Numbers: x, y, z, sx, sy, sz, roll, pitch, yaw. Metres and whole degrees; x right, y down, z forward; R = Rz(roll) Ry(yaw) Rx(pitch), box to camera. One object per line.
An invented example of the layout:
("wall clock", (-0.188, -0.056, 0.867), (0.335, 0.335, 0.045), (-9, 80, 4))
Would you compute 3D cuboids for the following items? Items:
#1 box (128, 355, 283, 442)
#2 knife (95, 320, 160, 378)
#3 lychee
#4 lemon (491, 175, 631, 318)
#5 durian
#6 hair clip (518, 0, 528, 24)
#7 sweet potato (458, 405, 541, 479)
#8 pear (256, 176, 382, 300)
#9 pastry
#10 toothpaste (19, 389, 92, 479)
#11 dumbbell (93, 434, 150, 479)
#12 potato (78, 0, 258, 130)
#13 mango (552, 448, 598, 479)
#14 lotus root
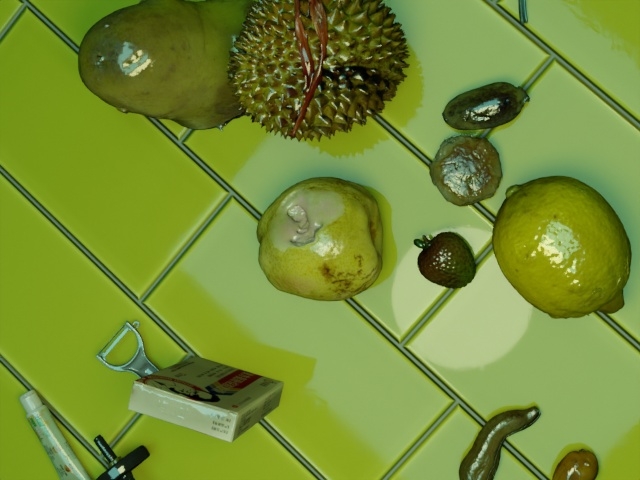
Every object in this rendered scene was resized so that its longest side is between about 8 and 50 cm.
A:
("box", (-0.221, 0.314, 1.845), (0.214, 0.353, 0.069), (15, 95, 12))
("knife", (-0.361, 0.306, 2.028), (0.278, 0.053, 0.123), (42, 94, 8))
("lychee", (0.254, 0.040, 1.867), (0.146, 0.114, 0.114), (41, 99, -9))
("lemon", (0.469, 0.018, 1.757), (0.245, 0.245, 0.320), (-39, 90, 10))
("durian", (-0.005, -0.353, 1.771), (0.384, 0.347, 0.348), (-32, 82, -33))
("hair clip", (0.434, -0.559, 1.862), (0.070, 0.039, 0.230), (16, 99, 12))
("sweet potato", (0.359, 0.423, 1.878), (0.081, 0.062, 0.233), (35, 94, -6))
("pear", (0.000, 0.000, 1.850), (0.271, 0.271, 0.271), (0, 91, 12))
("pastry", (0.301, -0.144, 1.868), (0.153, 0.081, 0.153), (-1, 86, 13))
("toothpaste", (-0.597, 0.487, 2.083), (0.056, 0.058, 0.314), (-29, 88, -33))
("dumbbell", (-0.396, 0.562, 1.993), (0.143, 0.143, 0.325), (-39, 83, 10))
("potato", (-0.296, -0.372, 1.880), (0.397, 0.296, 0.290), (0, 96, 14))
("mango", (0.513, 0.482, 1.843), (0.077, 0.063, 0.127), (32, 98, 1))
("lotus root", (0.338, -0.272, 1.858), (0.179, 0.080, 0.089), (-15, 86, 11))
